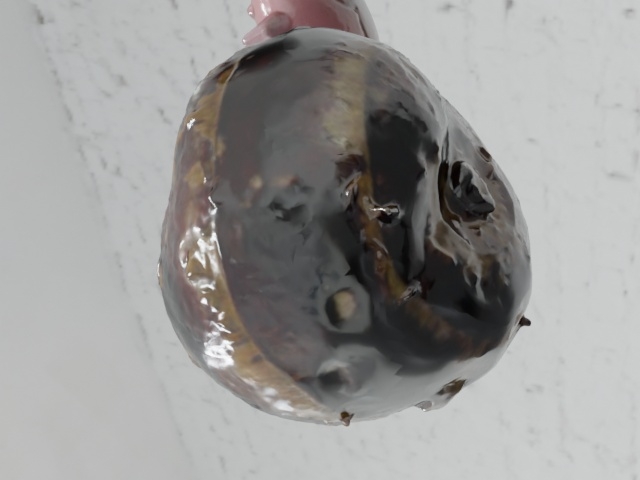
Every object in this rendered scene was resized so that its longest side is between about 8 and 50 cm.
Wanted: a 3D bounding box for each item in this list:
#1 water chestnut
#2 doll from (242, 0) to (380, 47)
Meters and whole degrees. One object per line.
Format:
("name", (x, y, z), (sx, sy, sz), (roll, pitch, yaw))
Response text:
("water chestnut", (0.000, 0.000, 0.784), (0.300, 0.300, 0.300), (-29, -55, -53))
("doll", (-0.009, -0.209, 1.006), (0.262, 0.093, 0.211), (53, -150, -22))
